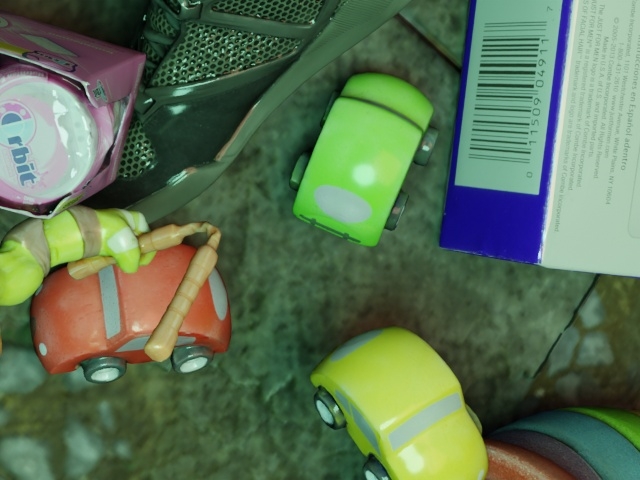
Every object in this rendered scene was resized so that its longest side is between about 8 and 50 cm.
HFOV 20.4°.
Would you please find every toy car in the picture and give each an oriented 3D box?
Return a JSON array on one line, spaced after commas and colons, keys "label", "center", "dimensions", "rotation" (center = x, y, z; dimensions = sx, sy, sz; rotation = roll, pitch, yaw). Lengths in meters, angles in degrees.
[{"label": "toy car", "center": [0.000, 0.000, 0.889], "dimensions": [0.239, 0.053, 0.225], "rotation": [23, 64, 3]}]

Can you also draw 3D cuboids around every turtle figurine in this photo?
[{"label": "turtle figurine", "center": [-0.193, 0.030, 0.723], "dimensions": [0.269, 0.217, 0.087], "rotation": [-34, 118, -28]}]

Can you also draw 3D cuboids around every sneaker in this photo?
[{"label": "sneaker", "center": [-0.065, -0.102, 0.820], "dimensions": [0.227, 0.087, 0.130], "rotation": [-41, 133, 13]}]

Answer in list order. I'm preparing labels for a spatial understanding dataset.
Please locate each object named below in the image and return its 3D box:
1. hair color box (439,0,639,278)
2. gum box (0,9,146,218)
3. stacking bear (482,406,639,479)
[{"label": "hair color box", "center": [0.242, -0.067, 1.022], "dimensions": [0.339, 0.110, 0.185], "rotation": [6, 93, -28]}, {"label": "gum box", "center": [-0.169, -0.067, 0.739], "dimensions": [0.188, 0.107, 0.062], "rotation": [17, 103, 3]}, {"label": "stacking bear", "center": [0.176, 0.167, 0.992], "dimensions": [0.289, 0.164, 0.175], "rotation": [-5, 119, -40]}]
